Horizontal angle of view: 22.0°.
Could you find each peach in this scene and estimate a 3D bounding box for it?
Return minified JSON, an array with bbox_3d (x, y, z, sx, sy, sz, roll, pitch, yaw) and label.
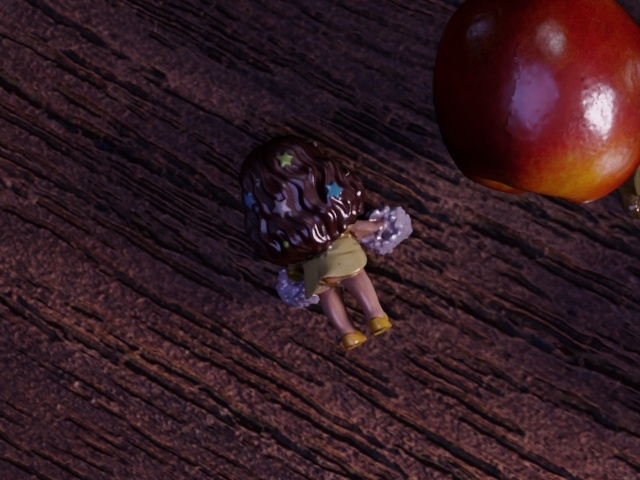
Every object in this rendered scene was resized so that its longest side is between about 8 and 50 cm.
[{"bbox_3d":[0.229,-0.157,1.650,0.244,0.199,0.243,0,94,6],"label":"peach"}]

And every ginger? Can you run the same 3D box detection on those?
[{"bbox_3d":[0.322,-0.067,1.726,0.048,0.030,0.097,-33,91,19],"label":"ginger"}]

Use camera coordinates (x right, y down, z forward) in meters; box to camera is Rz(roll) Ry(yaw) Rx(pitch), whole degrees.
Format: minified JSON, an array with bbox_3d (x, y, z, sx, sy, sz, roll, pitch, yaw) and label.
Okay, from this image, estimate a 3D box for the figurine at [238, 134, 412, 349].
[{"bbox_3d":[-0.001,-0.001,1.778,0.175,0.116,0.240,-31,91,18],"label":"figurine"}]
